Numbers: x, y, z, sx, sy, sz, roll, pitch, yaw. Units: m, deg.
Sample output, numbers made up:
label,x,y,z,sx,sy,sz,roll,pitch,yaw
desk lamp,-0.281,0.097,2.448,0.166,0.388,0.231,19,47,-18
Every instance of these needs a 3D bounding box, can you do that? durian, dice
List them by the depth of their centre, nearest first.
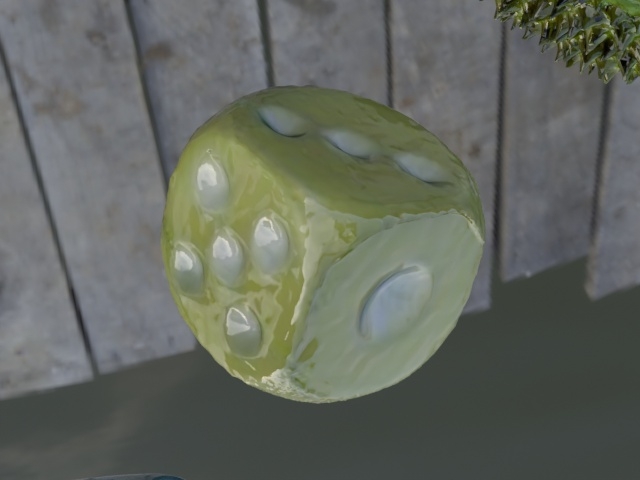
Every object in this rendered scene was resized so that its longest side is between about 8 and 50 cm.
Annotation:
label,x,y,z,sx,sy,sz,roll,pitch,yaw
dice,0.000,0.000,1.017,0.166,0.169,0.169,-9,130,-40
durian,0.237,-0.261,1.303,0.169,0.352,0.158,-50,175,-10

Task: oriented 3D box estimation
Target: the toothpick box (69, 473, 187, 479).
label,x,y,z,sx,sy,sz,roll,pitch,yaw
toothpick box,-0.154,0.211,0.911,0.184,0.120,0.120,-17,144,31
